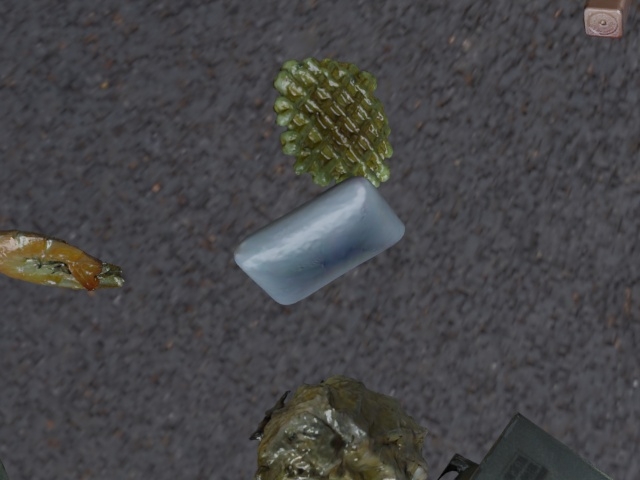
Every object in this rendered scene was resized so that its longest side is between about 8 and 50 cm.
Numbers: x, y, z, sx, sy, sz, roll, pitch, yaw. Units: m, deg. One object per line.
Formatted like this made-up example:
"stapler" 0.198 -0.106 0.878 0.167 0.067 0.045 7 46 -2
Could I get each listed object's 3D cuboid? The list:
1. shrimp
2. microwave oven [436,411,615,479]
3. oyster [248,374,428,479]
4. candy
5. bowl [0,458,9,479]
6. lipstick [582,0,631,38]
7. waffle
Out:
"shrimp" -0.320 0.028 1.817 0.115 0.217 0.051 -6 70 41
"microwave oven" 0.085 0.369 0.785 0.374 0.432 0.236 36 152 11
"oyster" 0.029 0.163 1.208 0.209 0.133 0.072 29 146 -36
"candy" 0.000 0.000 1.667 0.174 0.071 0.138 -30 147 8
"bowl" -0.198 0.102 0.504 0.146 0.289 0.289 -37 100 6
"lipstick" 0.326 -0.289 1.650 0.045 0.145 0.045 6 141 20
"waffle" 0.018 -0.142 1.813 0.036 0.183 0.169 -23 73 47
